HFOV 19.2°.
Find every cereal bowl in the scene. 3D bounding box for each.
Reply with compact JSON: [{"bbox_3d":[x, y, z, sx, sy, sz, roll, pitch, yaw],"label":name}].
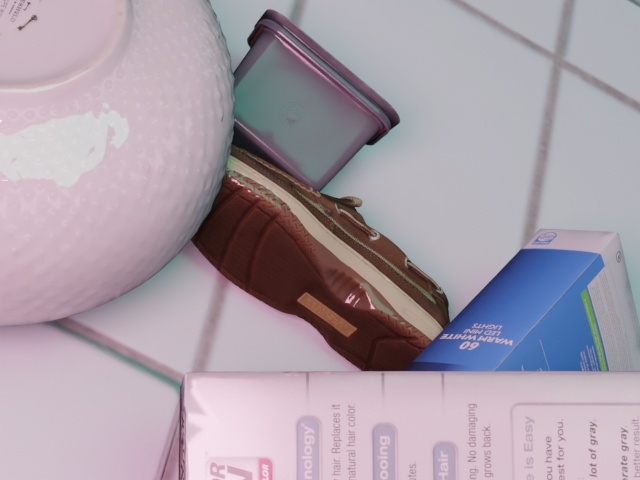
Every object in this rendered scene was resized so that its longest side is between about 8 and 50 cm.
[{"bbox_3d":[-0.215,-0.119,1.264,0.338,0.141,0.339,7,57,-11],"label":"cereal bowl"}]

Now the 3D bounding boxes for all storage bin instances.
[{"bbox_3d":[-0.024,-0.097,1.480,0.135,0.098,0.091,41,75,-5],"label":"storage bin"}]

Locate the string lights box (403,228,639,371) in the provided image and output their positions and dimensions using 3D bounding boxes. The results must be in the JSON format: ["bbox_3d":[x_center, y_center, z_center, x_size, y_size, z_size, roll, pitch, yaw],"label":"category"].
[{"bbox_3d":[0.149,0.111,1.418,0.259,0.076,0.133,-41,124,-43],"label":"string lights box"}]

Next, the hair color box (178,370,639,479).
[{"bbox_3d":[0.096,0.179,1.219,0.374,0.113,0.185,0,82,-5],"label":"hair color box"}]

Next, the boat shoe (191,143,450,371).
[{"bbox_3d":[-0.005,0.004,1.423,0.257,0.095,0.095,42,42,-18],"label":"boat shoe"}]
